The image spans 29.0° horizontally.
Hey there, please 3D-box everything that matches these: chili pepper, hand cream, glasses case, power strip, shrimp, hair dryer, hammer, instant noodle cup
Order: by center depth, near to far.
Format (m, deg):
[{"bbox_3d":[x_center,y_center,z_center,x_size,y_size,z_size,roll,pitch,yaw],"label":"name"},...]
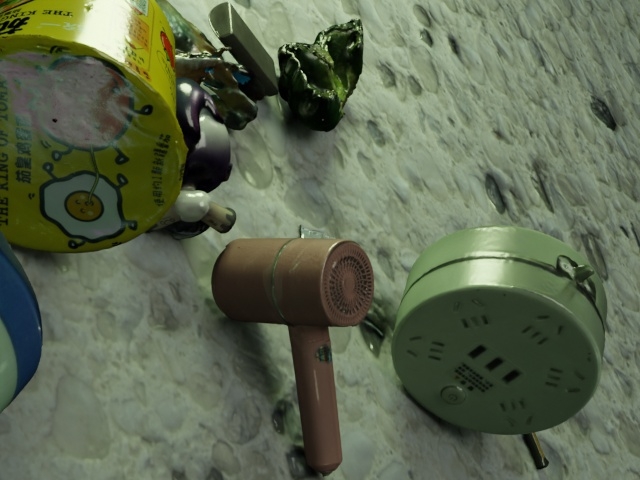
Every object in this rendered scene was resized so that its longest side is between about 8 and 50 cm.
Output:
[{"bbox_3d":[-0.317,-0.181,1.552,0.325,0.325,0.254,38,32,-27],"label":"instant noodle cup"},{"bbox_3d":[-0.032,0.170,1.769,0.125,0.210,0.352,-17,104,-52],"label":"hair dryer"},{"bbox_3d":[-0.266,-0.290,1.848,0.445,0.110,0.221,26,54,-33],"label":"shrimp"},{"bbox_3d":[0.295,0.142,1.986,0.357,0.357,0.161,44,37,-20],"label":"power strip"},{"bbox_3d":[-0.122,-0.307,2.008,0.190,0.042,0.072,48,22,-58],"label":"glasses case"},{"bbox_3d":[0.000,0.000,2.030,0.093,0.019,0.030,17,55,-34],"label":"hand cream"},{"bbox_3d":[-0.005,-0.278,2.142,0.264,0.116,0.148,-63,157,-56],"label":"chili pepper"},{"bbox_3d":[0.362,0.316,2.230,0.078,0.021,0.201,-1,66,-50],"label":"hammer"}]

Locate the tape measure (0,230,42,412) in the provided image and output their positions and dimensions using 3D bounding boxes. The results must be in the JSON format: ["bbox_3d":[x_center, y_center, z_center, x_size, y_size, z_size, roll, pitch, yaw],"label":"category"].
[{"bbox_3d":[-0.425,0.089,1.268,0.262,0.259,0.138,59,36,-9],"label":"tape measure"}]

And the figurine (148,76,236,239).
[{"bbox_3d":[-0.199,-0.123,1.770,0.145,0.145,0.222,12,64,-45],"label":"figurine"}]
